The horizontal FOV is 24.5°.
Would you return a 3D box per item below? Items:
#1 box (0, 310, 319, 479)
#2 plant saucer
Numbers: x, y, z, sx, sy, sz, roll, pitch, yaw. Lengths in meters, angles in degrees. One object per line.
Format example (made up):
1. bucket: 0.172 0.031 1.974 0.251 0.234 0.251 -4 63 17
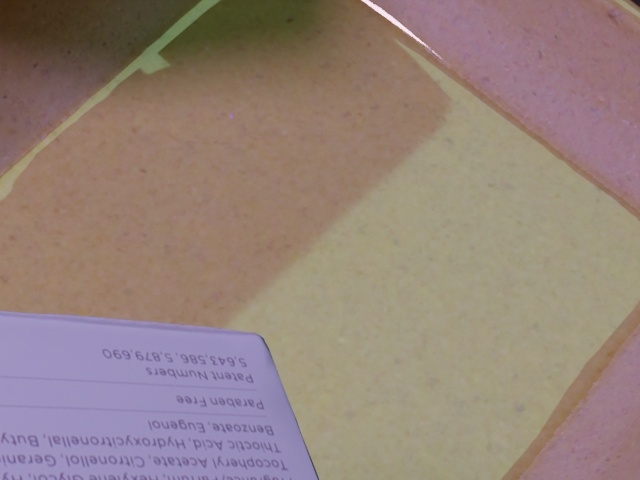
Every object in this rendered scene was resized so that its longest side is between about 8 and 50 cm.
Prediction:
1. box: -0.111 0.116 0.376 0.182 0.181 0.119 8 46 -39
2. plant saucer: 0.000 0.000 0.593 0.333 0.081 0.333 39 63 10
